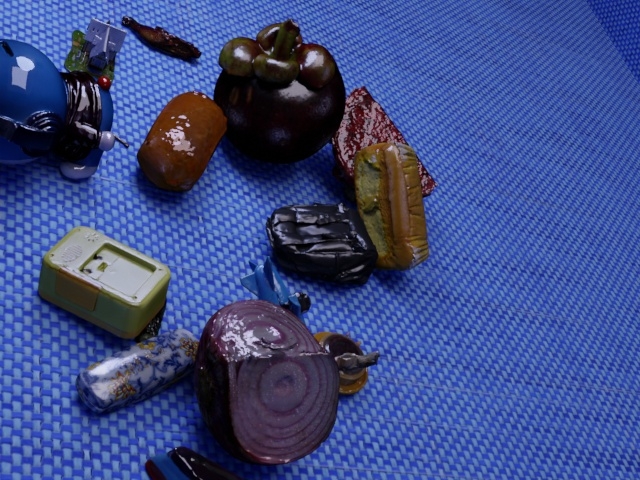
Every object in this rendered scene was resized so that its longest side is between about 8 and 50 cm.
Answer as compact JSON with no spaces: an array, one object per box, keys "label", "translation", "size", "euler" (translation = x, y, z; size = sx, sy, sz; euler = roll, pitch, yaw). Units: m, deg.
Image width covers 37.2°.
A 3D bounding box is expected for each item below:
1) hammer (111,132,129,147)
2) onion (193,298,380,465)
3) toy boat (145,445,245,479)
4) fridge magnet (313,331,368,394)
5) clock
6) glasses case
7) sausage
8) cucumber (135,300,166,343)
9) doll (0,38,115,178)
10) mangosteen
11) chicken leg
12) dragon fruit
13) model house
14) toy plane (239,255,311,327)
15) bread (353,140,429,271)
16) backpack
[{"label":"hammer","translation":[-0.460,-0.237,2.034],"size":[0.123,0.014,0.029],"euler":[36,46,-4]},{"label":"onion","translation":[-0.106,0.237,1.621],"size":[0.272,0.256,0.230],"euler":[23,1,-34]},{"label":"toy boat","translation":[-0.109,0.455,1.529],"size":[0.392,0.079,0.136],"euler":[37,36,-2]},{"label":"fridge magnet","translation":[0.034,0.237,1.866],"size":[0.143,0.063,0.143],"euler":[22,40,-20]},{"label":"clock","translation":[-0.380,0.073,1.678],"size":[0.202,0.096,0.143],"euler":[27,40,6]},{"label":"glasses case","translation":[-0.302,0.221,1.627],"size":[0.087,0.065,0.248],"euler":[50,39,15]},{"label":"sausage","translation":[-0.292,-0.207,2.013],"size":[0.141,0.153,0.268],"euler":[29,39,-9]},{"label":"cucumber","translation":[-0.302,0.127,1.753],"size":[0.039,0.043,0.163],"euler":[60,26,-34]},{"label":"doll","translation":[-0.557,-0.253,1.807],"size":[0.310,0.240,0.284],"euler":[2,34,-43]},{"label":"mangosteen","translation":[-0.092,-0.343,2.150],"size":[0.306,0.347,0.307],"euler":[0,51,0]},{"label":"chicken leg","translation":[-0.388,-0.496,2.332],"size":[0.205,0.053,0.093],"euler":[26,15,-23]},{"label":"dragon fruit","translation":[0.101,-0.187,2.314],"size":[0.205,0.152,0.317],"euler":[-32,87,-32]},{"label":"model house","translation":[-0.503,-0.444,2.155],"size":[0.117,0.088,0.167],"euler":[21,40,-20]},{"label":"toy plane","translation":[-0.066,0.159,1.784],"size":[0.105,0.254,0.271],"euler":[-28,96,-21]},{"label":"bread","translation":[0.162,-0.077,2.139],"size":[0.119,0.152,0.288],"euler":[-9,93,-45]},{"label":"backpack","translation":[0.000,0.000,2.050],"size":[0.258,0.133,0.206],"euler":[4,44,-25]}]
